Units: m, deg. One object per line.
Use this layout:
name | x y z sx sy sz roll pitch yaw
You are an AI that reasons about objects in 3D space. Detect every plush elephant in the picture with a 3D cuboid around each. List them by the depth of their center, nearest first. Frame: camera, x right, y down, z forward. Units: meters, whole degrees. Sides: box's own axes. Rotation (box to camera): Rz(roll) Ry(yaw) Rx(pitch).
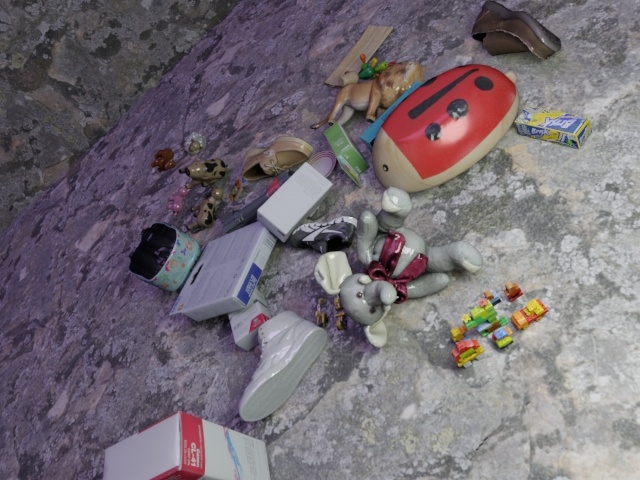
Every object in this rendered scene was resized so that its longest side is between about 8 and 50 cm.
plush elephant | 0.142 0.084 1.147 0.256 0.271 0.330 -56 12 -31

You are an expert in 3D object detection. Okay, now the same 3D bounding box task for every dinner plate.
dinner plate | -0.004 -0.245 1.696 0.141 0.017 0.141 -21 46 24

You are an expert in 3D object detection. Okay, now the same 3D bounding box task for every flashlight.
flashlight | -0.197 -0.123 1.704 0.303 0.103 0.103 -32 48 21

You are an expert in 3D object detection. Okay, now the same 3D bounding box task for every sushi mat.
sushi mat | 0.146 -0.717 1.944 0.151 0.019 0.317 27 77 46

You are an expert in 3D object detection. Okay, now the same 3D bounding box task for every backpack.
backpack | -0.532 0.063 1.747 0.253 0.191 0.225 9 70 53

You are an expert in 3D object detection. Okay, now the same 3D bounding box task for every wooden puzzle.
wooden puzzle | -0.315 -0.193 1.873 0.116 0.014 0.079 -59 40 28

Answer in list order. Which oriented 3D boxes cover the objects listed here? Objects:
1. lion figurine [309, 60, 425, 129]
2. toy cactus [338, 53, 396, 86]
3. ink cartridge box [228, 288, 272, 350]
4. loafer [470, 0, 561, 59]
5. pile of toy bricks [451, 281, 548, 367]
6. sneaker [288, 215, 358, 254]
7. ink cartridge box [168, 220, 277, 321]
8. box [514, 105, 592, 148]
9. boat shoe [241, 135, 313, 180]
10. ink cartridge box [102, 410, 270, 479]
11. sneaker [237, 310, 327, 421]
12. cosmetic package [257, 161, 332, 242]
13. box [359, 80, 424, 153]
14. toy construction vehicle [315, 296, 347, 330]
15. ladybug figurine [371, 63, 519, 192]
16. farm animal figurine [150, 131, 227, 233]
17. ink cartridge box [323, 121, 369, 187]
lion figurine | 0.147 -0.469 1.650 0.391 0.142 0.241 9 73 37
toy cactus | 0.142 -0.587 1.751 0.180 0.112 0.218 -26 26 -29
ink cartridge box | -0.204 0.225 1.454 0.109 0.063 0.151 -37 41 9
loafer | 0.556 -0.584 1.450 0.130 0.133 0.366 -56 26 24
pile of toy bricks | 0.344 0.158 1.033 0.212 0.105 0.118 -36 42 11
sneaker | 0.000 0.000 1.454 0.234 0.078 0.106 -13 48 29
ink cartridge box | -0.299 0.097 1.581 0.329 0.071 0.324 -20 37 39
box | 0.572 -0.281 1.233 0.059 0.054 0.168 -51 43 -6
boat shoe | -0.158 -0.278 1.781 0.340 0.121 0.110 -7 58 47
ink cartridge box | -0.287 0.515 1.110 0.226 0.306 0.131 -32 44 15
sneaker | -0.128 0.316 1.300 0.292 0.108 0.169 -46 39 -16
cosmetic package | -0.079 -0.119 1.539 0.117 0.085 0.231 41 70 7
box | 0.243 -0.360 1.526 0.244 0.100 0.060 -44 40 1
toy construction vehicle | 0.027 0.190 1.315 0.085 0.035 0.098 -17 49 28
ladybug figurine | 0.320 -0.318 1.344 0.449 0.162 0.305 -38 45 10
farm animal figurine | -0.460 -0.236 1.914 0.172 0.331 0.327 -18 20 31
ink cartridge box | 0.089 -0.272 1.572 0.062 0.109 0.209 -36 42 14
